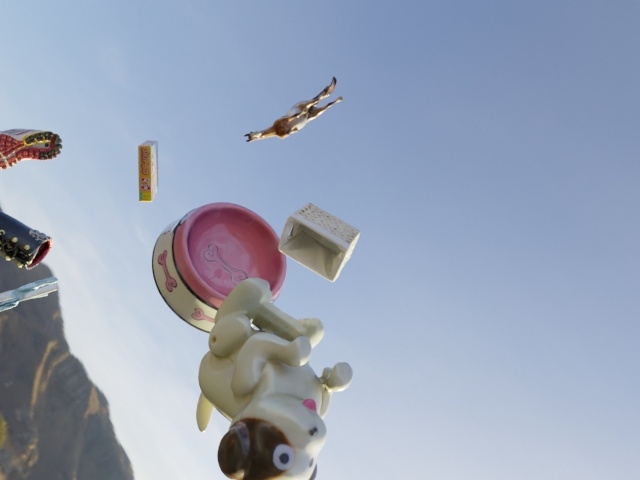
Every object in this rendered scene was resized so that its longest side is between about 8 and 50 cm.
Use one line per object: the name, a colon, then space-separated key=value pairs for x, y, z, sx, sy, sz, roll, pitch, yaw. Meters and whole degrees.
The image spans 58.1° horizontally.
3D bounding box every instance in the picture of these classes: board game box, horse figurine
board game box: x=-0.409 y=-0.172 z=1.374 sx=0.259 sy=0.039 sz=0.124 roll=-140 pitch=-129 yaw=-71
horse figurine: x=-0.053 y=-0.324 z=1.484 sx=0.174 sy=0.263 sz=0.066 roll=-7 pitch=-59 yaw=54

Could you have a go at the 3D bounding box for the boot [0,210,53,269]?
boot: x=-0.600 y=-0.011 z=1.024 sx=0.178 sy=0.085 sz=0.236 roll=30 pitch=7 yaw=-7

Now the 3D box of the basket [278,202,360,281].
basket: x=0.000 y=0.000 z=1.400 sx=0.167 sy=0.103 sz=0.113 roll=31 pitch=-54 yaw=12

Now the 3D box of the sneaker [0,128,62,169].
sneaker: x=-0.728 y=-0.215 z=1.340 sx=0.093 sy=0.225 sz=0.088 roll=19 pitch=-69 yaw=36

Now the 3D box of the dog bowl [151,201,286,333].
dog bowl: x=-0.279 y=0.065 z=1.712 sx=0.150 sy=0.408 sz=0.408 roll=-40 pitch=-101 yaw=43

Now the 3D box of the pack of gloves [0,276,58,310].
pack of gloves: x=-0.871 y=0.175 z=1.669 sx=0.195 sy=0.232 sz=0.046 roll=24 pitch=-48 yaw=65

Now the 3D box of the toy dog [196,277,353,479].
toy dog: x=-0.128 y=0.336 z=1.222 sx=0.284 sy=0.395 sz=0.408 roll=51 pitch=5 yaw=-35
